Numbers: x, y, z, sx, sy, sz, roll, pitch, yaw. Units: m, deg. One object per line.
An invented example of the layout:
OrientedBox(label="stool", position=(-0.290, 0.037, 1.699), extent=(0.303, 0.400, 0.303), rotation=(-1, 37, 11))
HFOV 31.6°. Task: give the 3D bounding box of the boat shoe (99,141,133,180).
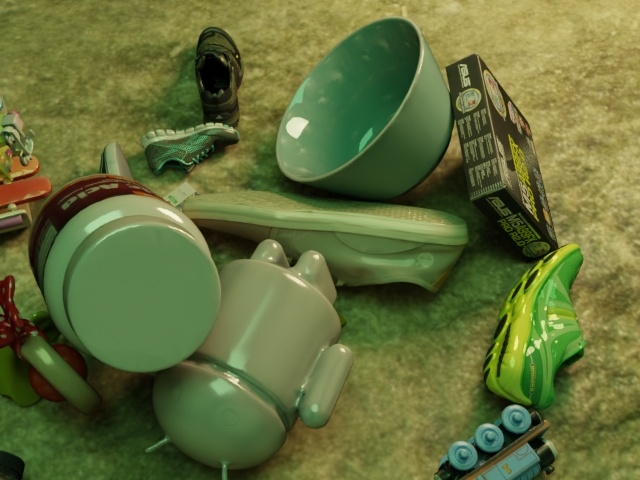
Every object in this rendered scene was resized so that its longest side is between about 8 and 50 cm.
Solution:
OrientedBox(label="boat shoe", position=(-0.340, -0.058, 1.820), extent=(0.076, 0.080, 0.229), rotation=(-16, 61, 5))

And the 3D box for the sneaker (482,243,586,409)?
OrientedBox(label="sneaker", position=(0.334, 0.130, 1.687), extent=(0.123, 0.109, 0.295), rotation=(35, 55, -8))

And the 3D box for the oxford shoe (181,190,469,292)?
OrientedBox(label="oxford shoe", position=(0.000, 0.000, 1.744), extent=(0.449, 0.130, 0.169), rotation=(9, 15, 7))

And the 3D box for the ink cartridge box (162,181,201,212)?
OrientedBox(label="ink cartridge box", position=(-0.240, -0.039, 1.830), extent=(0.115, 0.029, 0.063), rotation=(-38, 63, -23))

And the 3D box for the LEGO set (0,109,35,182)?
OrientedBox(label="LEGO set", position=(-0.574, -0.150, 1.756), extent=(0.287, 0.132, 0.107), rotation=(0, 47, 8))

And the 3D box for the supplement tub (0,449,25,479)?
OrientedBox(label="supplement tub", position=(-0.451, 0.379, 1.497), extent=(0.106, 0.106, 0.198), rotation=(5, 56, 4))

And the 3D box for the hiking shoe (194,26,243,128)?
OrientedBox(label="hiking shoe", position=(-0.174, -0.301, 1.958), extent=(0.086, 0.114, 0.227), rotation=(-6, 56, -5))

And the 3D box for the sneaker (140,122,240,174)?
OrientedBox(label="sneaker", position=(-0.215, -0.148, 1.896), extent=(0.166, 0.065, 0.076), rotation=(-9, 72, -3))

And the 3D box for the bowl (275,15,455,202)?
OrientedBox(label="bowl", position=(0.092, -0.183, 1.804), extent=(0.311, 0.163, 0.312), rotation=(-32, 37, 28))

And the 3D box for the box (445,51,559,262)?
OrientedBox(label="box", position=(0.285, -0.129, 1.781), extent=(0.060, 0.216, 0.270), rotation=(-22, 52, 23))

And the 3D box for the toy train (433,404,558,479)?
OrientedBox(label="toy train", position=(0.246, 0.307, 1.567), extent=(0.184, 0.080, 0.105), rotation=(-29, 69, -21))

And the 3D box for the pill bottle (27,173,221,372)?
OrientedBox(label="pill bottle", position=(-0.272, 0.038, 1.543), extent=(0.224, 0.224, 0.392), rotation=(-22, 16, -14))

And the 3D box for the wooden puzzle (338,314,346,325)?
OrientedBox(label="wooden puzzle", position=(-0.025, 0.116, 1.734), extent=(0.116, 0.014, 0.078), rotation=(33, 57, 20))

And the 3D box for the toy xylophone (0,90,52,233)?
OrientedBox(label="toy xylophone", position=(-0.582, -0.114, 1.850), extent=(0.236, 0.081, 0.323), rotation=(-22, 58, -14))

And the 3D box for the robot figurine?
OrientedBox(label="robot figurine", position=(-0.101, 0.169, 1.580), extent=(0.300, 0.200, 0.353), rotation=(13, 57, 29))

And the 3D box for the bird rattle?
OrientedBox(label="bird rattle", position=(-0.380, 0.155, 1.571), extent=(0.207, 0.253, 0.143), rotation=(40, 67, 10))
